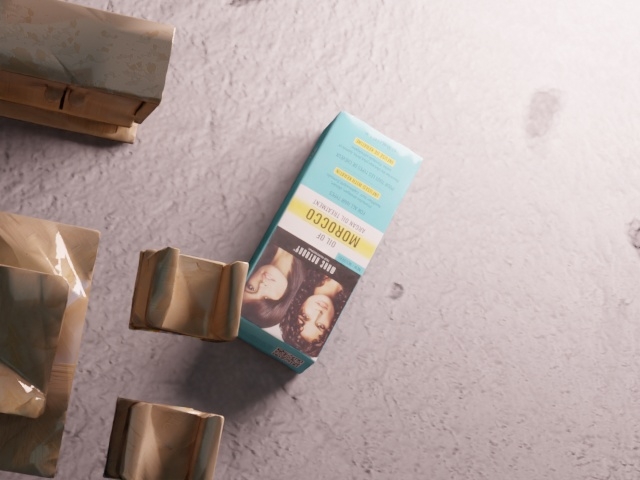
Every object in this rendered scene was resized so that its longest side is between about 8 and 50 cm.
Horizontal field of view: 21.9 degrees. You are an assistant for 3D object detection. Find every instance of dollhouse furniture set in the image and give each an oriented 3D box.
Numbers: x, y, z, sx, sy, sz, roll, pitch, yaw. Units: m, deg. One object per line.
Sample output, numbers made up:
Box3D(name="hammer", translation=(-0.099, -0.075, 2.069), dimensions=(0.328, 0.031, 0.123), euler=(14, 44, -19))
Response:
Box3D(name="dollhouse furniture set", translation=(-0.261, 0.005, 1.477), dimensions=(0.362, 0.256, 0.394), euler=(11, 83, -12))

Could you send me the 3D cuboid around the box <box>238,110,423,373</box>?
Box3D(name="box", translation=(0.000, 0.000, 1.628), dimensions=(0.100, 0.060, 0.244), euler=(31, 69, -6))
